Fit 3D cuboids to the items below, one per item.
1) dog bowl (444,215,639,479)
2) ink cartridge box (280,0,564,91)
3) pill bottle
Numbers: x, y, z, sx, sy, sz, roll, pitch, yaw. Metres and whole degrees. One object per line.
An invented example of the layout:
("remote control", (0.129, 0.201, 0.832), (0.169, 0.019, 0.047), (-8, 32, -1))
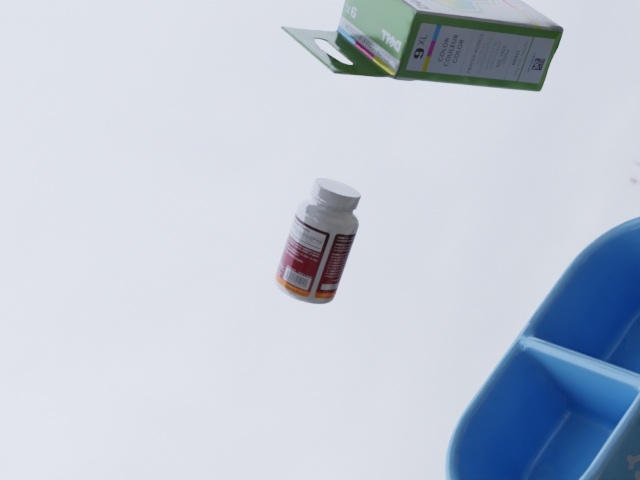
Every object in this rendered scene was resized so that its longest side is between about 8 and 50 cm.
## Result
("dog bowl", (0.200, 0.103, 0.757), (0.074, 0.166, 0.297), (44, -103, -29))
("ink cartridge box", (0.085, -0.179, 0.902), (0.209, 0.109, 0.062), (-1, -59, -29))
("pill bottle", (0.000, 0.000, 1.407), (0.086, 0.086, 0.152), (-16, -51, -61))
